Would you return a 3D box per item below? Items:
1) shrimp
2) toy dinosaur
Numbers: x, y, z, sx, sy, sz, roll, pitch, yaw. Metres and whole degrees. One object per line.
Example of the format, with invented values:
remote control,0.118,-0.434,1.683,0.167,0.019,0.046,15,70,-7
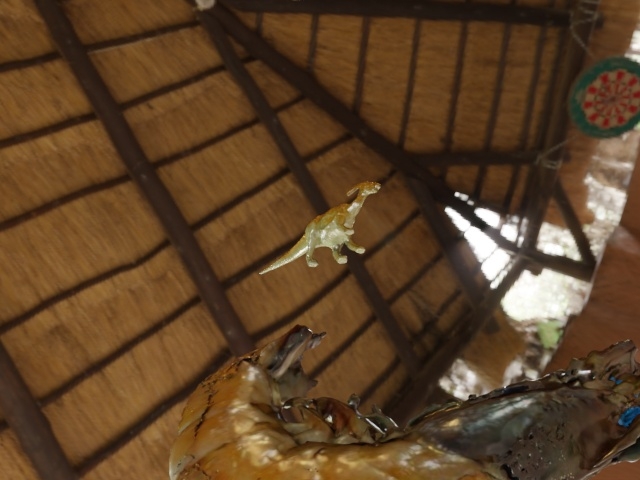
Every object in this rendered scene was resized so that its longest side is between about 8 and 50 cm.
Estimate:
shrimp,0.054,0.095,0.430,0.291,0.222,0.054,-11,-71,-22
toy dinosaur,0.001,0.002,0.505,0.026,0.041,0.113,24,-56,-39
